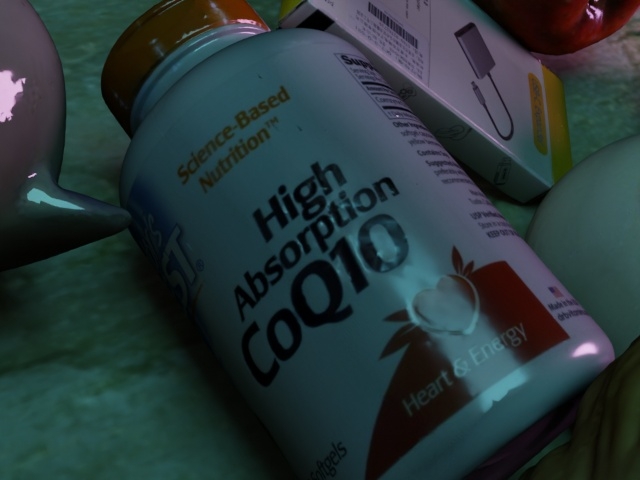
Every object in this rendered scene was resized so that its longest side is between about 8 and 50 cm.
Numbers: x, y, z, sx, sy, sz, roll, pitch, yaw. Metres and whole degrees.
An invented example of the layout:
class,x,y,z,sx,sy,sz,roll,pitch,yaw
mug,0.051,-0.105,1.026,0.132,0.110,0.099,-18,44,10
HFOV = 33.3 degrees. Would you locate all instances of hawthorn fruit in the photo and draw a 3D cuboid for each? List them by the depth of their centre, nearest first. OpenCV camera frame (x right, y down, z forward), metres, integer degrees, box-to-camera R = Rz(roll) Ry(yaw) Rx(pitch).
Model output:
class,x,y,z,sx,sy,sz,roll,pitch,yaw
hawthorn fruit,0.163,-0.227,0.780,0.189,0.189,0.189,10,51,-13

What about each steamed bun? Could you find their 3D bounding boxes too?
class,x,y,z,sx,sy,sz,roll,pitch,yaw
steamed bun,0.239,0.024,0.623,0.231,0.145,0.232,10,51,-13

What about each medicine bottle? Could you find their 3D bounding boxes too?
class,x,y,z,sx,sy,sz,roll,pitch,yaw
medicine bottle,0.000,0.000,0.546,0.157,0.157,0.289,-24,64,-33

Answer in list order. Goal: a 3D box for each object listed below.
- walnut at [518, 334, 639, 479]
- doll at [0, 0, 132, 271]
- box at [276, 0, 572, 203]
class,x,y,z,sx,sy,sz,roll,pitch,yaw
walnut,0.220,0.162,0.416,0.332,0.333,0.333,10,51,-13
doll,-0.259,-0.128,0.523,0.215,0.226,0.370,9,55,-54
box,0.076,-0.121,0.698,0.247,0.033,0.129,33,43,-30
